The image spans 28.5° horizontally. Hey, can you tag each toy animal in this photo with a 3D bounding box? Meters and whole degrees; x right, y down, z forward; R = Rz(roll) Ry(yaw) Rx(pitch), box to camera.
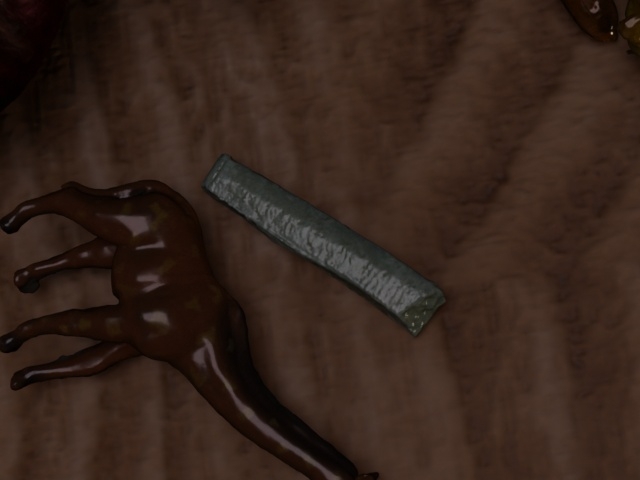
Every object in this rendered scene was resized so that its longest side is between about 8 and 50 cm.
[{"bbox_3d":[-0.082,0.071,0.758,0.229,0.066,0.224,-3,79,8],"label":"toy animal"}]

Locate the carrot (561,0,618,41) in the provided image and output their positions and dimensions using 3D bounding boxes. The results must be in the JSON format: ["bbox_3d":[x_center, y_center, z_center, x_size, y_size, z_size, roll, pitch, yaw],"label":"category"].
[{"bbox_3d":[0.137,-0.207,0.768,0.047,0.047,0.191,-24,77,8],"label":"carrot"}]

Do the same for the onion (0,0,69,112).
[{"bbox_3d":[-0.292,-0.195,0.770,0.314,0.232,0.314,-3,77,14],"label":"onion"}]

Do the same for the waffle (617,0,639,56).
[{"bbox_3d":[0.315,-0.207,0.714,0.293,0.069,0.260,12,79,15],"label":"waffle"}]

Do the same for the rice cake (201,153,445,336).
[{"bbox_3d":[0.000,0.001,0.770,0.170,0.029,0.033,33,82,16],"label":"rice cake"}]
